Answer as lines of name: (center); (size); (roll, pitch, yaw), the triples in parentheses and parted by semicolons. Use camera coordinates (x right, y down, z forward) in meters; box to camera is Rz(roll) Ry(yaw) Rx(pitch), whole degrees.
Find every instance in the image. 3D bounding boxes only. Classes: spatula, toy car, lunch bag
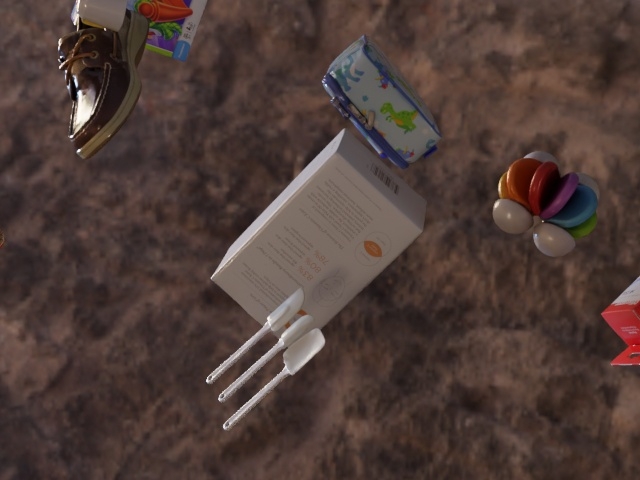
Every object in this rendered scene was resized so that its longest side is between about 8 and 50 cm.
spatula: (-0.096, 0.203, 1.920); (0.242, 0.019, 0.168); (-43, -141, 12)
toy car: (0.396, -0.076, 1.947); (0.182, 0.136, 0.159); (31, -111, 7)
lunch bag: (0.088, -0.189, 1.564); (0.090, 0.176, 0.219); (-41, -169, 12)

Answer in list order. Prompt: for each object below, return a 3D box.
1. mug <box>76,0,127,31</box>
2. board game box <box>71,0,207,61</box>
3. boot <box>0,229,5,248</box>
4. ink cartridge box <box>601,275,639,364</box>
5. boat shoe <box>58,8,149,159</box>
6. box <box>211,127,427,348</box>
mug: (-0.318, -0.331, 1.634); (0.064, 0.078, 0.062); (10, -145, -22)
board game box: (-0.322, -0.555, 2.230); (0.233, 0.347, 0.078); (15, -163, -24)
boot: (-0.651, -0.001, 2.197); (0.158, 0.084, 0.059); (14, -116, 37)
ink cartridge box: (0.546, 0.097, 1.824); (0.231, 0.078, 0.134); (-42, 180, -11)
boat shoe: (-0.342, -0.258, 1.695); (0.123, 0.123, 0.342); (-35, -146, 32)
box: (0.000, 0.000, 2.095); (0.215, 0.345, 0.168); (42, -160, -9)
